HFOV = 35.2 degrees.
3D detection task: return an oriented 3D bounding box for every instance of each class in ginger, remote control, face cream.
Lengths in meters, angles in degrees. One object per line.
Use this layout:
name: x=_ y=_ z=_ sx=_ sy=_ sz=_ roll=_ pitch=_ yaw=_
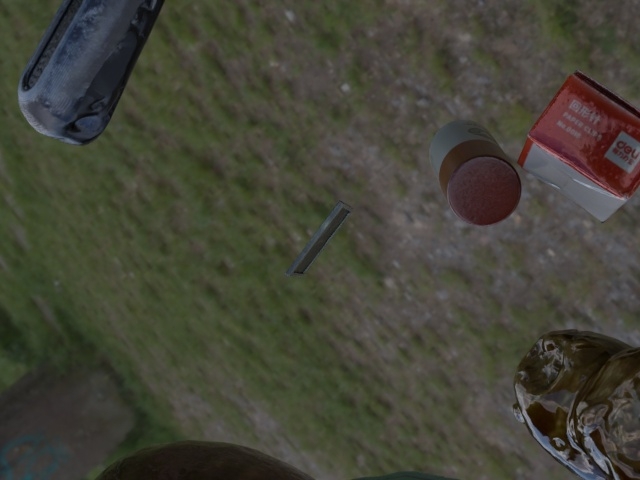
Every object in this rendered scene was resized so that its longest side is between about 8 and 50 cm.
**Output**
ginger: x=0.356 y=0.209 z=0.980 sx=0.274 sy=0.152 sz=0.357 roll=40 pitch=171 yaw=-17
remote control: x=-0.157 y=-0.199 z=0.770 sx=0.090 sy=0.266 sz=0.066 roll=34 pitch=-169 yaw=34
face cream: x=0.202 y=-0.093 z=1.340 sx=0.096 sy=0.095 sz=0.214 roll=56 pitch=-170 yaw=-15

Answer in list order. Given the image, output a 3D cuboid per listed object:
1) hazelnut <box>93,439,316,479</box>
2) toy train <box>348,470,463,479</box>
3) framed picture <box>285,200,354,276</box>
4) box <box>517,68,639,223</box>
hazelnut: x=-0.114 y=0.414 z=1.109 sx=0.421 sy=0.352 sz=0.421 roll=41 pitch=-152 yaw=-27
toy train: x=0.016 y=0.179 z=0.500 sx=0.154 sy=0.197 sz=0.107 roll=-8 pitch=89 yaw=57
framed picture: x=0.000 y=0.000 z=0.994 sx=0.006 sy=0.089 sz=0.066 roll=38 pitch=-177 yaw=10
box: x=0.305 y=-0.104 z=1.140 sx=0.133 sy=0.099 sz=0.182 roll=37 pitch=180 yaw=11
